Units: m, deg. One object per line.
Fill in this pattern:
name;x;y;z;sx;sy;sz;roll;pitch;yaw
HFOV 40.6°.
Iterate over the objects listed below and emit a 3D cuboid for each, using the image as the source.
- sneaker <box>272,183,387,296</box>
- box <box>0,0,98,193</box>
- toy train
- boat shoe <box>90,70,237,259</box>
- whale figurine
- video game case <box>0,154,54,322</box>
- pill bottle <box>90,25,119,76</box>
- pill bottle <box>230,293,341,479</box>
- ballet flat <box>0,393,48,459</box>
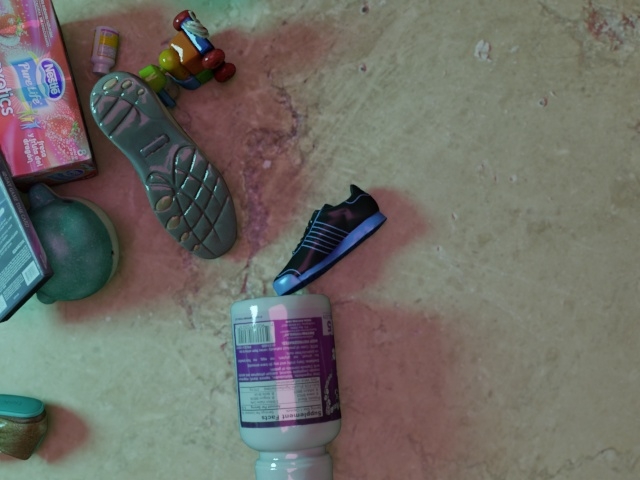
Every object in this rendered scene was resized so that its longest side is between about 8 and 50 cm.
sneaker;0.000;0.000;1.479;0.232;0.081;0.090;-38;80;-8
box;-0.487;-0.247;1.476;0.142;0.154;0.300;-15;85;-11
toy train;-0.242;-0.303;1.439;0.143;0.248;0.105;-38;83;3
boat shoe;-0.252;-0.133;1.475;0.132;0.130;0.355;-29;106;2
whale figurine;-0.480;0.013;1.459;0.272;0.141;0.216;8;109;14
video game case;-0.537;-0.024;1.415;0.196;0.026;0.274;-35;77;41
pill bottle;-0.387;-0.338;1.549;0.043;0.043;0.083;7;84;4
pill bottle;-0.053;0.243;1.407;0.169;0.169;0.301;-5;84;2
ballet flat;-0.633;0.300;1.473;0.342;0.116;0.124;14;104;0
